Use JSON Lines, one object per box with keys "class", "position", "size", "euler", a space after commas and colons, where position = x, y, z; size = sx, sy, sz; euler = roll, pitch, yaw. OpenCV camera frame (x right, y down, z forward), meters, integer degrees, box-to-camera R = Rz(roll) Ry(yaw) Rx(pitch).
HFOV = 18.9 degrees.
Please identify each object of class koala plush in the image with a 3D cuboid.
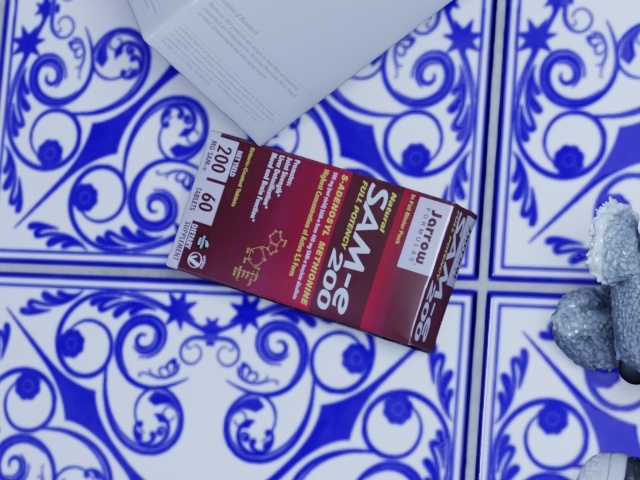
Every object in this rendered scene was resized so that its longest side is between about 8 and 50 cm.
{"class": "koala plush", "position": [0.282, 0.046, 1.468], "size": [0.196, 0.221, 0.203], "euler": [40, 97, 22]}

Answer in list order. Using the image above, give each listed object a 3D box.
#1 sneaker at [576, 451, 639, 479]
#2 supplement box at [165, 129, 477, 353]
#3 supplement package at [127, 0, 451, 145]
{"class": "sneaker", "position": [0.289, 0.348, 1.463], "size": [0.210, 0.137, 0.366], "euler": [0, 79, 24]}
{"class": "supplement box", "position": [0.000, 0.000, 1.663], "size": [0.239, 0.073, 0.130], "euler": [17, 88, 21]}
{"class": "supplement package", "position": [-0.008, -0.259, 1.623], "size": [0.293, 0.175, 0.177], "euler": [-36, 45, 13]}
